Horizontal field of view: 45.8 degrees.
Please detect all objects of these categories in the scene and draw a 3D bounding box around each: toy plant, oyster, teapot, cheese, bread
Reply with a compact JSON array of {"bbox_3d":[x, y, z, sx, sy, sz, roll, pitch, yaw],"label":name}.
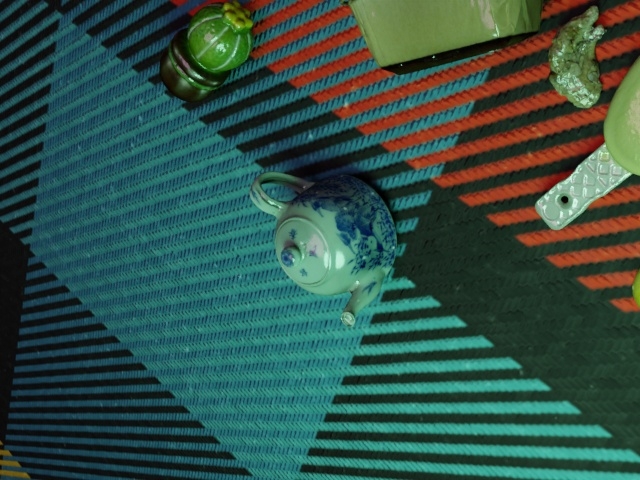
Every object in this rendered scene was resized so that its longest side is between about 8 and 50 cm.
[{"bbox_3d":[-0.153,-0.263,1.041,0.162,0.093,0.093,-33,83,42],"label":"toy plant"},{"bbox_3d":[0.260,-0.179,0.756,0.081,0.038,0.083,-39,78,40],"label":"oyster"},{"bbox_3d":[0.000,0.000,0.969,0.232,0.159,0.159,52,131,13],"label":"teapot"},{"bbox_3d":[0.310,-0.093,0.739,0.127,0.050,0.255,51,132,12],"label":"cheese"},{"bbox_3d":[0.116,-0.288,0.770,0.224,0.142,0.212,-4,106,42],"label":"bread"}]

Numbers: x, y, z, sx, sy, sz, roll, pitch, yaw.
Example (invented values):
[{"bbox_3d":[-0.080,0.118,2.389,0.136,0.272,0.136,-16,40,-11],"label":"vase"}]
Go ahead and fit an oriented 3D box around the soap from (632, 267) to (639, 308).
[{"bbox_3d":[0.377,0.025,0.734,0.089,0.033,0.168,45,129,16],"label":"soap"}]
